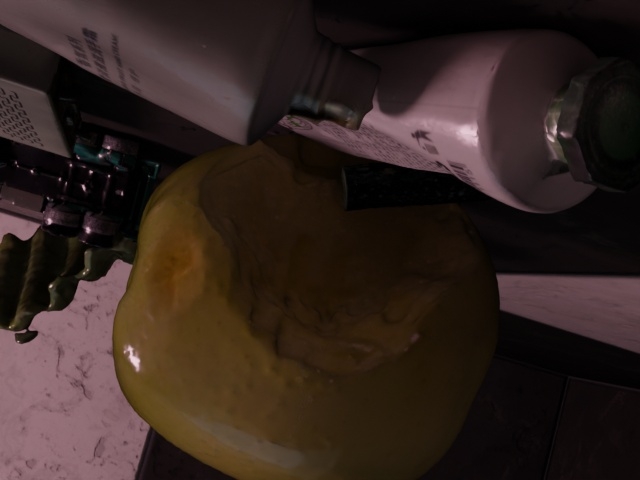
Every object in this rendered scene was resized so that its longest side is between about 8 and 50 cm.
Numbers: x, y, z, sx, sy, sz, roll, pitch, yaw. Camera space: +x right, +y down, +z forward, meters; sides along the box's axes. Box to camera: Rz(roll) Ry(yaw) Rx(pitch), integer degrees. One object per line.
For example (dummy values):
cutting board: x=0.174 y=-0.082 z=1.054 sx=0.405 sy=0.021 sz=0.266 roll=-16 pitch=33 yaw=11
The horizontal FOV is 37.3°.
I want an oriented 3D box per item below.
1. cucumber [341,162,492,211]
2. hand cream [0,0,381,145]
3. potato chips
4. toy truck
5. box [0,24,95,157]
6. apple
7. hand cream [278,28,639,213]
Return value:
cucumber: x=0.080 y=-0.039 z=0.605 sx=0.133 sy=0.032 sz=0.032 roll=-6 pitch=174 yaw=-4
hand cream: x=-0.135 y=-0.120 z=0.419 sx=0.340 sy=0.078 sz=0.124 roll=20 pitch=174 yaw=1
potato chips: x=-0.277 y=0.009 z=1.174 sx=0.373 sy=0.097 sz=0.389 roll=-25 pitch=-162 yaw=-30
toy truck: x=-0.272 y=-0.069 z=0.979 sx=0.215 sy=0.110 sz=0.116 roll=15 pitch=-176 yaw=-1
box: x=-0.280 y=-0.129 z=0.734 sx=0.210 sy=0.045 sz=0.270 roll=16 pitch=173 yaw=-8
apple: x=-0.014 y=0.051 z=0.687 sx=0.279 sy=0.279 sz=0.279 roll=15 pitch=173 yaw=2
hand cream: x=0.036 y=-0.067 z=0.506 sx=0.121 sy=0.076 sz=0.336 roll=25 pitch=176 yaw=-30
